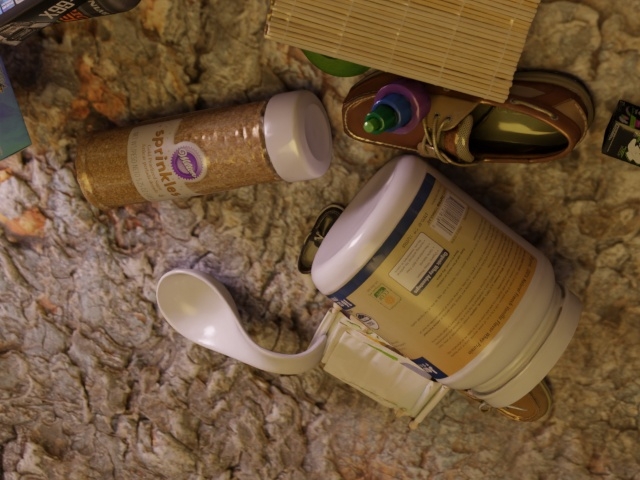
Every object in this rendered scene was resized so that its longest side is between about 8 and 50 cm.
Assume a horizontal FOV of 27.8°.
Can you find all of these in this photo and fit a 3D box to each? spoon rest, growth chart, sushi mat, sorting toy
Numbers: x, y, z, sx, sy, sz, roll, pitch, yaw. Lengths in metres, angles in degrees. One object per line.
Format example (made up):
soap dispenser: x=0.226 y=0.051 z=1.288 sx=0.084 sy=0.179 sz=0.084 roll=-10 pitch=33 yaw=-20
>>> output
spoon rest: x=-0.131 y=0.130 z=1.981 sx=0.276 sy=0.084 sz=0.137 roll=23 pitch=131 yaw=10
growth chart: x=0.091 y=0.192 z=1.988 sx=0.237 sy=0.021 sz=0.172 roll=34 pitch=136 yaw=-6
sushi mat: x=0.099 y=-0.274 z=1.546 sx=0.316 sy=0.019 sz=0.151 roll=14 pitch=102 yaw=-12
sorting toy: x=-0.018 y=-0.265 z=1.587 sx=0.365 sy=0.126 sz=0.127 roll=50 pitch=129 yaw=3

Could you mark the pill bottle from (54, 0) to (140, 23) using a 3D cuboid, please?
pill bottle: x=-0.315 y=-0.353 z=1.680 sx=0.245 sy=0.130 sz=0.130 roll=-5 pitch=122 yaw=23

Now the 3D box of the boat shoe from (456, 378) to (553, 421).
boat shoe: x=0.218 y=0.188 z=1.910 sx=0.285 sy=0.089 sz=0.104 roll=36 pitch=128 yaw=-8

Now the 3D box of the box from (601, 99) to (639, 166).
box: x=0.405 y=-0.130 z=1.633 sx=0.083 sy=0.062 sz=0.052 roll=21 pitch=127 yaw=4

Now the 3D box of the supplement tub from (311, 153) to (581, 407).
supplement tub: x=0.170 y=0.058 z=1.745 sx=0.316 sy=0.228 sz=0.228 roll=38 pitch=128 yaw=-9

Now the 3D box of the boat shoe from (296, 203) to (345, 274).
boat shoe: x=0.000 y=0.000 z=1.883 sx=0.046 sy=0.038 sz=0.125 roll=32 pitch=129 yaw=-5

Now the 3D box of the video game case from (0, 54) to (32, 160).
video game case: x=-0.511 y=-0.268 z=1.775 sx=0.244 sy=0.061 sz=0.269 roll=30 pitch=142 yaw=46

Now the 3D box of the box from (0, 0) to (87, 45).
box: x=-0.316 y=-0.415 z=1.568 sx=0.307 sy=0.076 sz=0.242 roll=-25 pitch=80 yaw=22

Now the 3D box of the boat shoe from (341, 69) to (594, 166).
boat shoe: x=0.182 y=-0.157 z=1.655 sx=0.324 sy=0.120 sz=0.122 roll=1 pitch=124 yaw=19

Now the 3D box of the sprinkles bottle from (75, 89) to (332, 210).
sprinkles bottle: x=-0.164 y=-0.122 z=1.801 sx=0.355 sy=0.121 sz=0.121 roll=-8 pitch=121 yaw=24
